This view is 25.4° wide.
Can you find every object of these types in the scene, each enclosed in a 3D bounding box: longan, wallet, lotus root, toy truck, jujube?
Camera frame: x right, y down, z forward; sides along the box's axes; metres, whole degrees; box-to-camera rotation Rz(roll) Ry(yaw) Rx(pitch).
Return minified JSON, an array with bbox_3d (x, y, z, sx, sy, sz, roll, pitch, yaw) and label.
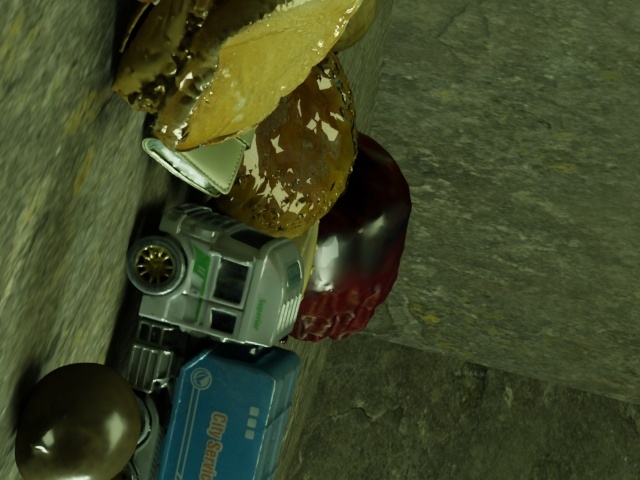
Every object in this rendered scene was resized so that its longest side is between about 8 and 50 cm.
[{"bbox_3d":[-0.192,0.147,1.109,0.113,0.092,0.113,-45,156,-26],"label":"longan"},{"bbox_3d":[-0.106,-0.128,1.335,0.110,0.039,0.155,40,56,-37],"label":"wallet"},{"bbox_3d":[0.017,-0.311,1.866,0.221,0.125,0.118,83,-5,-60],"label":"lotus root"},{"bbox_3d":[-0.122,0.154,1.397,0.146,0.175,0.367,-35,137,-78],"label":"toy truck"},{"bbox_3d":[0.000,0.000,1.906,0.376,0.258,0.258,121,-14,-66],"label":"jujube"}]

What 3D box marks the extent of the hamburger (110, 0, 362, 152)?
[{"bbox_3d":[-0.063,-0.167,1.143,0.214,0.108,0.214,-43,166,-13],"label":"hamburger"}]

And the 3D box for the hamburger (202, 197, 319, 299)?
[{"bbox_3d":[-0.082,0.027,1.584,0.116,0.173,0.210,48,44,-36],"label":"hamburger"}]

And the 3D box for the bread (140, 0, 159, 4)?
[{"bbox_3d":[-0.114,-0.240,0.933,0.160,0.073,0.160,-62,171,-18],"label":"bread"}]

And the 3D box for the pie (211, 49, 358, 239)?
[{"bbox_3d":[-0.046,-0.136,1.492,0.273,0.069,0.273,2,87,-55],"label":"pie"}]
